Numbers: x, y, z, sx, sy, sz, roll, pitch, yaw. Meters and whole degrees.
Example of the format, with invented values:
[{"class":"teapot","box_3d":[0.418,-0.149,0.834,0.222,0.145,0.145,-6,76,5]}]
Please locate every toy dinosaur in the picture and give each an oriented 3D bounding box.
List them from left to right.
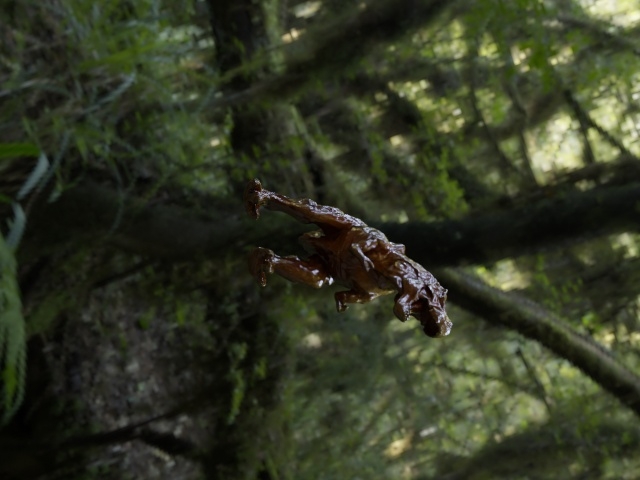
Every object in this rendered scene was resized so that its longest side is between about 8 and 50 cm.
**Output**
[{"class":"toy dinosaur","box_3d":[0.000,0.000,1.222,0.097,0.208,0.432,-70,-155,12]}]
